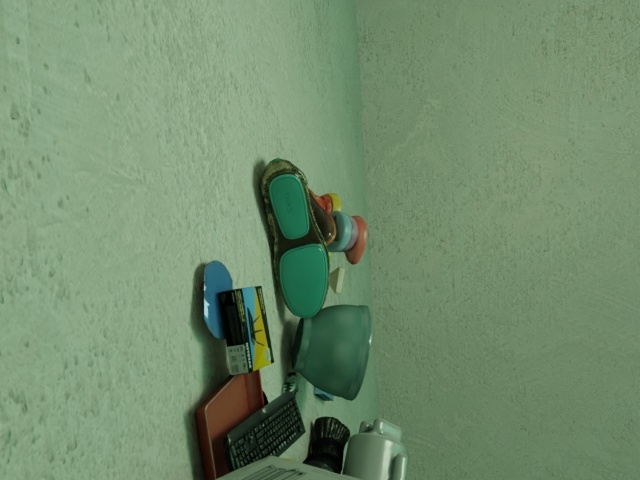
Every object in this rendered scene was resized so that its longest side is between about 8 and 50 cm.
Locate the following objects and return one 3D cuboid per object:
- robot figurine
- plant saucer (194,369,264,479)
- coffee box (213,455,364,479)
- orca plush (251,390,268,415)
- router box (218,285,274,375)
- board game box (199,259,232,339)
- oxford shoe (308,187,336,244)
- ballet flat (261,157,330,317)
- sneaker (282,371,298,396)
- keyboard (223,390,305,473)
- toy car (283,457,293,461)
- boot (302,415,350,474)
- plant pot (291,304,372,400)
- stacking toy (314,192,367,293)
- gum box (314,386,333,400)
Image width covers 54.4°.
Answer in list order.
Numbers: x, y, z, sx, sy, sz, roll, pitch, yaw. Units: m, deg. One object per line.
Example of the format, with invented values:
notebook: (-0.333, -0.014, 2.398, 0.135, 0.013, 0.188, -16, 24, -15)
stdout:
robot figurine: (0.170, 0.762, 2.006, 0.200, 0.300, 0.353, 29, 55, -21)
plant saucer: (-0.192, 0.415, 1.352, 0.259, 0.048, 0.258, -41, 127, -67)
coffee box: (-0.071, 0.590, 1.001, 0.338, 0.338, 0.334, -4, 93, -51)
orca plush: (-0.130, 0.422, 1.534, 0.151, 0.102, 0.287, -27, 114, -76)
router box: (-0.160, 0.192, 1.359, 0.133, 0.046, 0.178, 0, 79, -70)
board game box: (-0.229, 0.127, 1.322, 0.133, 0.033, 0.168, 40, 44, -66)
oxford shoe: (-0.040, -0.086, 1.906, 0.098, 0.097, 0.271, 42, 10, -47)
ballet flat: (-0.072, -0.015, 1.801, 0.182, 0.164, 0.482, -112, -170, -64)
sneaker: (-0.085, 0.449, 1.867, 0.098, 0.038, 0.069, -63, 147, -64)
keyboard: (-0.108, 0.475, 1.391, 0.317, 0.033, 0.201, -14, 91, -65)
toy car: (-0.098, 0.673, 1.765, 0.060, 0.041, 0.122, 68, 24, -56)
boot: (0.016, 0.694, 2.041, 0.348, 0.131, 0.260, 88, 15, -54)
plant pot: (0.022, 0.326, 1.896, 0.293, 0.196, 0.292, -169, -90, -82)
stacking toy: (0.000, 0.000, 2.012, 0.309, 0.130, 0.279, 42, -63, 54)
gum box: (0.017, 0.487, 2.296, 0.157, 0.041, 0.184, 59, 30, -63)
